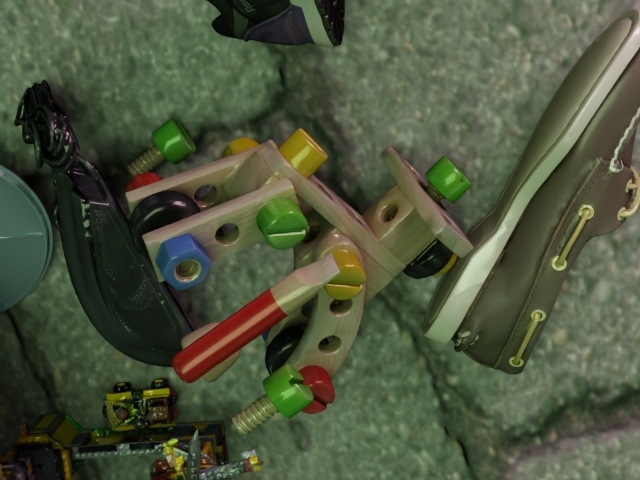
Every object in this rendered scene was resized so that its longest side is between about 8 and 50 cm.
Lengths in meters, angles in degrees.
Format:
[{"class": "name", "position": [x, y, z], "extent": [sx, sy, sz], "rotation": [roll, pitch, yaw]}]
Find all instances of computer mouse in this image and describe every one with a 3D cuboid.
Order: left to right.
[{"class": "computer mouse", "position": [-0.191, 0.003, 1.386], "extent": [0.072, 0.188, 0.272], "rotation": [-31, 109, -6]}]

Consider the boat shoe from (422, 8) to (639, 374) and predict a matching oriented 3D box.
[{"class": "boat shoe", "position": [0.201, -0.034, 1.346], "extent": [0.096, 0.116, 0.324], "rotation": [29, 109, -4]}]

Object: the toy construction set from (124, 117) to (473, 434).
[{"class": "toy construction set", "position": [0.000, 0.000, 1.297], "extent": [0.237, 0.309, 0.257], "rotation": [-35, 104, 9]}]

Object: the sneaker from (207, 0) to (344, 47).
[{"class": "sneaker", "position": [-0.066, -0.236, 1.266], "extent": [0.124, 0.283, 0.107], "rotation": [-2, 60, 12]}]

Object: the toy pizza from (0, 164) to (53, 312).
[{"class": "toy pizza", "position": [-0.334, -0.007, 1.433], "extent": [0.201, 0.032, 0.201], "rotation": [-3, 130, -4]}]

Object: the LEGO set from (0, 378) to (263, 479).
[{"class": "LEGO set", "position": [-0.172, 0.305, 1.433], "extent": [0.254, 0.192, 0.331], "rotation": [3, 103, 8]}]
